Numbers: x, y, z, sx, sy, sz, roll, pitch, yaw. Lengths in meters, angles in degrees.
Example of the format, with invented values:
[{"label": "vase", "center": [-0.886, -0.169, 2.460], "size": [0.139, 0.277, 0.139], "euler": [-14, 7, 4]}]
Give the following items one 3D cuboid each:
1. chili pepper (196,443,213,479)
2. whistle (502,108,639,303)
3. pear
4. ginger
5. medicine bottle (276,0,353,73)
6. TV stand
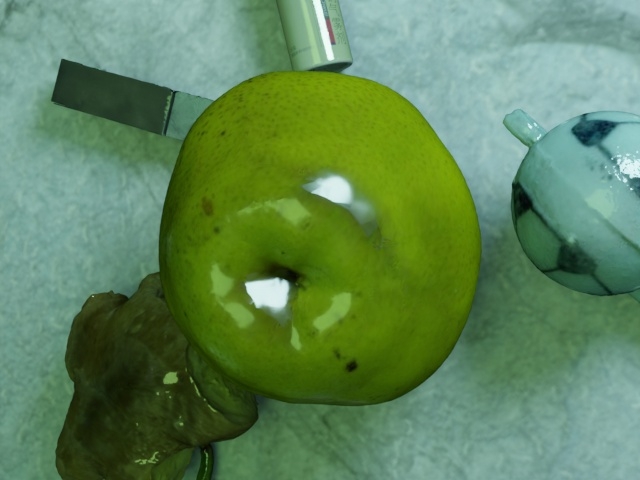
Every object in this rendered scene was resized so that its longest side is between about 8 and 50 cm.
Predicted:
[{"label": "chili pepper", "center": [-0.212, 0.370, 1.099], "size": [0.368, 0.092, 0.137], "euler": [-43, 66, 15]}, {"label": "whistle", "center": [0.255, -0.006, 0.861], "size": [0.290, 0.163, 0.163], "euler": [45, 107, 14]}, {"label": "pear", "center": [0.000, 0.000, 0.899], "size": [0.294, 0.294, 0.294], "euler": [1, 93, 21]}, {"label": "ginger", "center": [-0.193, 0.162, 1.061], "size": [0.270, 0.123, 0.219], "euler": [-36, 71, 22]}, {"label": "medicine bottle", "center": [-0.024, -0.271, 1.007], "size": [0.059, 0.059, 0.231], "euler": [-15, 88, 21]}, {"label": "TV stand", "center": [-0.150, -0.129, 1.073], "size": [0.256, 0.040, 0.049], "euler": [17, 97, 20]}]
